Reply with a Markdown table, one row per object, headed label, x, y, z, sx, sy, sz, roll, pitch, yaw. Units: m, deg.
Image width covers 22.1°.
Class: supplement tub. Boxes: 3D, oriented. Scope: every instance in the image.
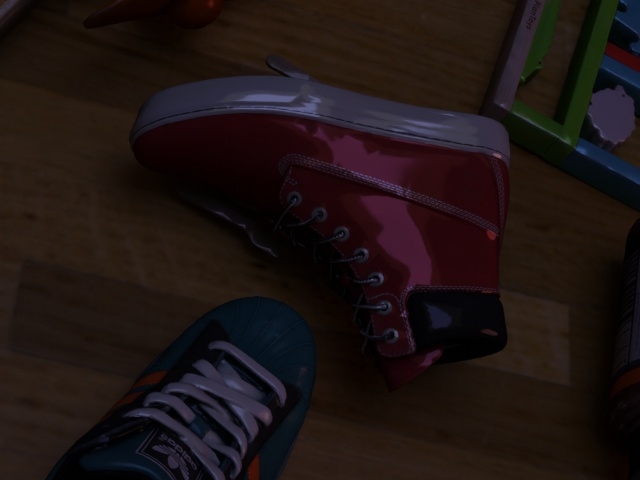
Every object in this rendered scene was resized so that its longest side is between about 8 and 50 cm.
| label | x | y | z | sx | sy | sz | roll | pitch | yaw |
| --- | --- | --- | --- | --- | --- | --- | --- | --- | --- |
| supplement tub | 0.247 | 0.079 | 1.088 | 0.106 | 0.106 | 0.198 | 20 | 57 | -13 |

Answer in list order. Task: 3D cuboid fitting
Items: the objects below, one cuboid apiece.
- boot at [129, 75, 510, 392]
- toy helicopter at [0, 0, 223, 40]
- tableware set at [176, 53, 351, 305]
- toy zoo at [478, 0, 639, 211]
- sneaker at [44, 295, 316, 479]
| label | x | y | z | sx | sy | sz | roll | pitch | yaw |
| --- | --- | --- | --- | --- | --- | --- | --- | --- | --- |
| boot | 0.000 | 0.000 | 1.006 | 0.244 | 0.088 | 0.176 | 8 | 70 | -12 |
| toy helicopter | -0.169 | -0.186 | 1.062 | 0.235 | 0.140 | 0.355 | 40 | 65 | -10 |
| tableware set | 0.011 | -0.025 | 1.084 | 0.194 | 0.039 | 0.128 | 32 | 67 | 2 |
| toy zoo | 0.273 | -0.097 | 1.242 | 0.293 | 0.030 | 0.192 | 27 | 56 | -9 |
| sneaker | -0.082 | 0.131 | 0.905 | 0.108 | 0.121 | 0.302 | 38 | 55 | -1 |
